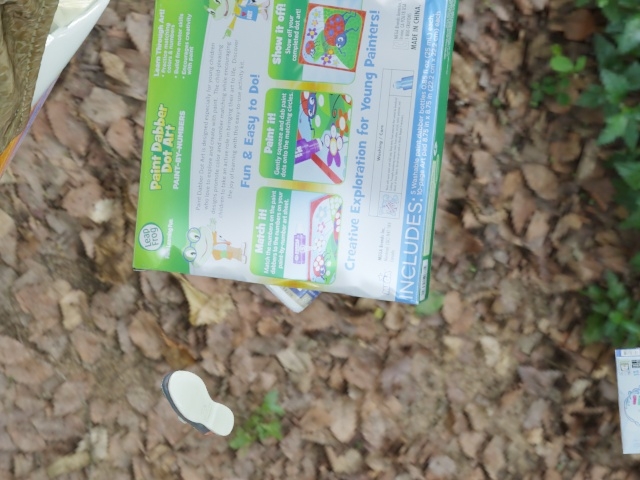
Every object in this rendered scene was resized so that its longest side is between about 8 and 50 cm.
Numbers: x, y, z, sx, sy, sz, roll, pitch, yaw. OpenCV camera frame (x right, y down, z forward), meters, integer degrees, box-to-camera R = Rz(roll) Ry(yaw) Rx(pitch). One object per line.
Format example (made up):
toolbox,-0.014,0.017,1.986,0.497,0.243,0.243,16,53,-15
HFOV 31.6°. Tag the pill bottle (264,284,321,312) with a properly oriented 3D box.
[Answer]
pill bottle,0.000,0.000,1.394,0.169,0.094,0.094,-45,120,3

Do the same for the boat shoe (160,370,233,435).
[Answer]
boat shoe,-0.151,0.190,1.319,0.137,0.043,0.049,50,54,-50

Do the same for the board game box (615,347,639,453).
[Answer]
board game box,0.290,0.130,0.925,0.090,0.020,0.090,-4,108,14

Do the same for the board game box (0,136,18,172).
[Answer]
board game box,-0.516,-0.318,1.529,0.356,0.356,0.356,28,53,-14

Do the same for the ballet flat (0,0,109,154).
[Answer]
ballet flat,-0.122,-0.108,0.394,0.116,0.342,0.124,48,56,4

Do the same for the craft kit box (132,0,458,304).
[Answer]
craft kit box,-0.023,-0.085,0.917,0.246,0.061,0.250,7,94,14
